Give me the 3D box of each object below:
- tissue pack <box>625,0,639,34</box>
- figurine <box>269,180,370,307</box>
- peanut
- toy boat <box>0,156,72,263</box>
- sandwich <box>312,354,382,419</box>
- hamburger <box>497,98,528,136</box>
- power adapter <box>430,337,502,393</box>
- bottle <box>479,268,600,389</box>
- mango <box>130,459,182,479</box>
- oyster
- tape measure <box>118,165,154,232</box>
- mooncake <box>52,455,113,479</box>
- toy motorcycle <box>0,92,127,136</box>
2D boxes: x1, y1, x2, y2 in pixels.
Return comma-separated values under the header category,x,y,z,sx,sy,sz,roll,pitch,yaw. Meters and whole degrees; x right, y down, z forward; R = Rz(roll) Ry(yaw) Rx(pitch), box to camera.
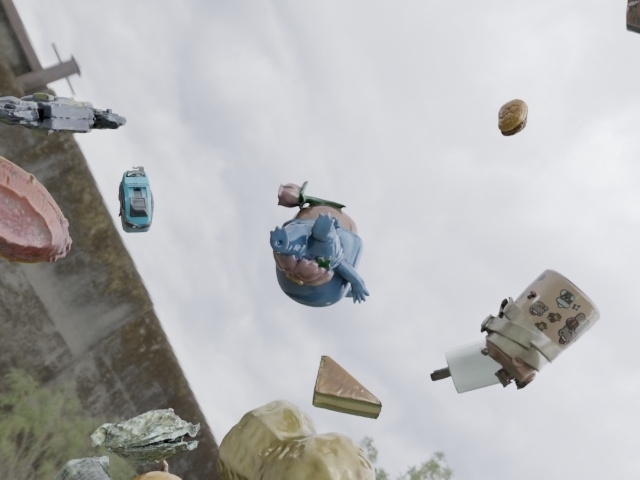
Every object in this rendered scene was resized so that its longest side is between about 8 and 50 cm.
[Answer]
category,x,y,z,sx,sy,sz,roll,pitch,yaw
tissue pack,0.566,-0.291,0.720,0.316,0.227,0.103,-120,-169,-57
figurine,-0.004,-0.003,0.669,0.178,0.114,0.145,64,26,-74
peanut,-0.030,0.244,0.660,0.111,0.125,0.274,21,-15,-29
toy boat,-0.511,-0.055,0.963,0.099,0.141,0.318,23,-21,40
sandwich,0.069,0.346,1.442,0.163,0.114,0.079,11,-44,3
hamburger,0.441,-0.282,1.385,0.076,0.083,0.044,-19,-40,41
power adapter,0.437,0.350,1.708,0.255,0.187,0.124,-19,-101,18
bottle,0.270,0.116,0.774,0.099,0.152,0.099,45,4,-4
mango,-0.247,0.437,0.780,0.119,0.317,0.176,28,-42,-18
oyster,-0.426,0.497,1.532,0.267,0.198,0.112,44,24,-58
tape measure,-0.431,-0.083,1.410,0.125,0.080,0.146,127,-44,-54
mooncake,-0.500,0.601,1.265,0.136,0.250,0.254,26,13,-49
toy motorcycle,-0.396,-0.187,0.897,0.124,0.193,0.061,17,-74,40
